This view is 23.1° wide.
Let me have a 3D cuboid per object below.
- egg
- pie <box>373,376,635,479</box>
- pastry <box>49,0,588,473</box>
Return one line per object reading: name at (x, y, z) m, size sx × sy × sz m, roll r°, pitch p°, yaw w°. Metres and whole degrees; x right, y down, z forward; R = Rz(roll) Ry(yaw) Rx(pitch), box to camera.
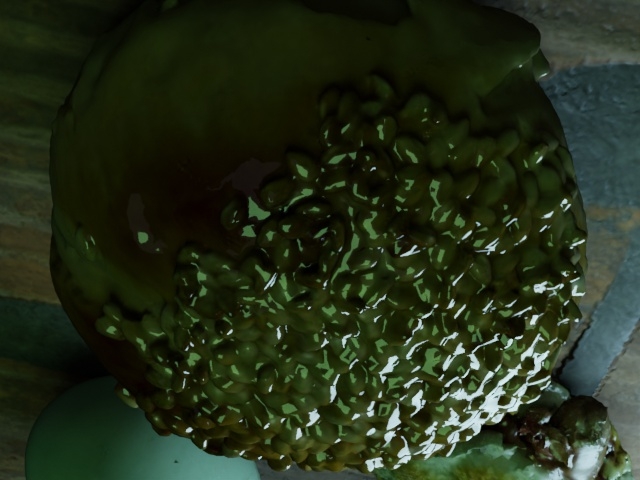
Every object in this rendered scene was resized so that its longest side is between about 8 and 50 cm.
egg at (-0.149, 0.209, 1.357) m, size 0.168 × 0.168 × 0.231 m, roll -32°, pitch 128°, yaw 31°
pie at (0.168, 0.222, 1.419) m, size 0.257 × 0.105 × 0.274 m, roll -5°, pitch 136°, yaw 29°
pastry at (0.000, 0.000, 1.072) m, size 0.410 × 0.245 × 0.409 m, roll 0°, pitch 135°, yaw 0°
